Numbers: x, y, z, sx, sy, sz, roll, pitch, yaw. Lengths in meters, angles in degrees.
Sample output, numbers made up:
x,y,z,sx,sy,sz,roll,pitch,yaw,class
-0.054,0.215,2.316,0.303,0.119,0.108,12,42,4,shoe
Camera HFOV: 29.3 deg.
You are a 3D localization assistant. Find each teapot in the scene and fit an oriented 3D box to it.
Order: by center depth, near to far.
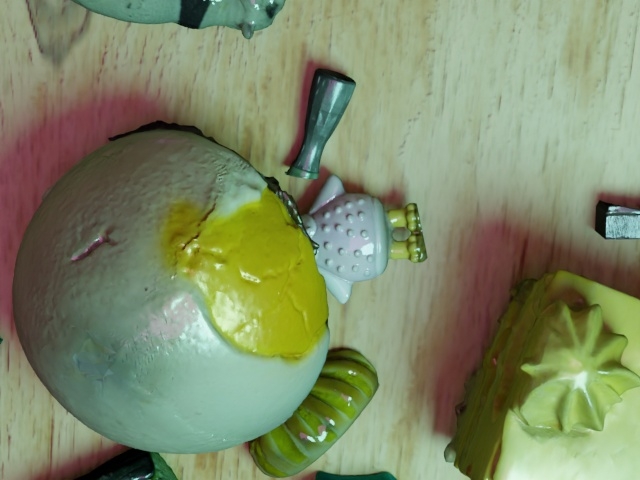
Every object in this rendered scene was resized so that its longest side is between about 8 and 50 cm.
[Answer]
x,y,z,sx,sy,sz,roll,pitch,yaw,class
-0.002,-0.112,1.208,0.042,0.043,0.111,18,107,-5,teapot

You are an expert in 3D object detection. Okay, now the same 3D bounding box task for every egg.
x,y,z,sx,sy,sz,roll,pitch,yaw,class
-0.161,0.071,1.128,0.336,0.201,0.337,7,109,20,egg

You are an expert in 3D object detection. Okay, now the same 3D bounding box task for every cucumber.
x,y,z,sx,sy,sz,roll,pitch,yaw,class
-0.245,0.282,1.276,0.193,0.086,0.115,-29,146,4,cucumber

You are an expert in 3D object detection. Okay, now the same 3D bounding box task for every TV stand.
x,y,z,sx,sy,sz,roll,pitch,yaw,class
0.409,-0.021,1.231,0.256,0.049,0.040,-1,102,0,TV stand

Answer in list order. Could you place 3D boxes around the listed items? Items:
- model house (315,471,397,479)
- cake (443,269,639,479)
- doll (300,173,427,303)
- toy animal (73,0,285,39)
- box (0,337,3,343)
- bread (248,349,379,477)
x,y,z,sx,sy,sz,roll,pitch,yaw,class
0.029,0.314,1.279,0.127,0.100,0.149,43,97,-11,model house
0.261,0.160,1.130,0.227,0.286,0.223,19,87,-2,cake
0.000,0.000,1.213,0.207,0.081,0.129,-6,88,2,doll
-0.140,-0.256,1.144,0.225,0.094,0.121,10,113,-13,toy animal
-0.455,0.153,1.259,0.160,0.042,0.226,33,101,-9,box
-0.013,0.186,1.253,0.157,0.094,0.083,-41,105,16,bread
